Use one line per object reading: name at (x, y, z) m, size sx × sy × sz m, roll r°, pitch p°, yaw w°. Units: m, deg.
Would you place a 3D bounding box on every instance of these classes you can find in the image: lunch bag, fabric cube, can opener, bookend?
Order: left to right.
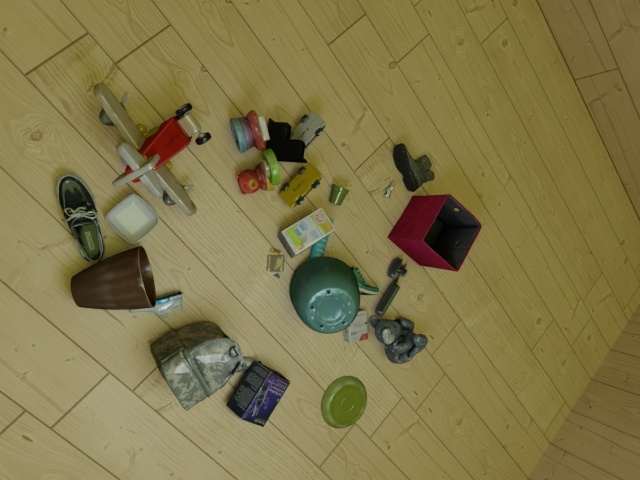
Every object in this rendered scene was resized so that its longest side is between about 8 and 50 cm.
lunch bag at (-0.428, 0.413, 1.623) m, size 0.256 × 0.305 × 0.213 m, roll -33°, pitch 108°, yaw -20°
bookend at (-0.127, -0.391, 1.802) m, size 0.156 × 0.072 × 0.157 m, roll 5°, pitch 90°, yaw 13°
can opener at (0.325, 0.217, 2.133) m, size 0.093 × 0.074 × 0.280 m, roll 26°, pitch 78°, yaw 9°
fabric cube at (0.521, -0.039, 2.100) m, size 0.254 × 0.258 × 0.259 m, roll 37°, pitch 77°, yaw -23°

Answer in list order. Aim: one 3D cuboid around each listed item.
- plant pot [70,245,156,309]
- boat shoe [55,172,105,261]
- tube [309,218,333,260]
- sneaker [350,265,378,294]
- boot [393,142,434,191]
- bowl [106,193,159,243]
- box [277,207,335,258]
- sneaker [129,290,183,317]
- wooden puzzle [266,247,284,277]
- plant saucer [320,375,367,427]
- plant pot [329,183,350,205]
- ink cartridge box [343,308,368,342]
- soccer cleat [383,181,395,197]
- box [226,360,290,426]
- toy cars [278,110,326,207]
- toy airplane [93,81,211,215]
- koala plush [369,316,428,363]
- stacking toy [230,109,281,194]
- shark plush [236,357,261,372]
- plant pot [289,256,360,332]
plant pot at (-0.697, 0.147, 1.541) m, size 0.230 × 0.215 × 0.215 m, roll -12°, pitch 99°, yaw -12°
boat shoe at (-0.792, -0.073, 1.517) m, size 0.113 × 0.105 × 0.306 m, roll -13°, pitch 99°, yaw -26°
tube at (0.000, 0.000, 1.960) m, size 0.080 × 0.052 × 0.207 m, roll 19°, pitch 78°, yaw -31°
sneaker at (0.152, 0.171, 2.018) m, size 0.275 × 0.107 × 0.110 m, roll 27°, pitch 72°, yaw -26°
boot at (0.439, -0.363, 2.148) m, size 0.161 × 0.083 × 0.247 m, roll -36°, pitch 114°, yaw -28°
bowl at (-0.659, -0.076, 1.614) m, size 0.142 × 0.053 × 0.142 m, roll -45°, pitch 110°, yaw -17°
box at (-0.057, -0.031, 1.873) m, size 0.203 × 0.103 × 0.114 m, roll -32°, pitch 88°, yaw -18°
sneaker at (-0.590, 0.246, 1.664) m, size 0.190 × 0.071 × 0.083 m, roll -10°, pitch 104°, yaw -26°
wooden puzzle at (-0.185, 0.094, 1.888) m, size 0.078 × 0.014 × 0.116 m, roll 11°, pitch 88°, yaw -23°
plant saucer at (0.116, 0.734, 2.068) m, size 0.241 × 0.037 × 0.241 m, roll -2°, pitch 95°, yaw -26°
plant pot at (0.075, -0.193, 1.971) m, size 0.083 × 0.083 × 0.079 m, roll 18°, pitch 98°, yaw -27°
ink cartridge box at (0.155, 0.379, 2.053) m, size 0.099 × 0.056 × 0.135 m, roll -6°, pitch 97°, yaw -27°
soccer cleat at (0.315, -0.235, 2.111) m, size 0.035 × 0.029 × 0.083 m, roll 24°, pitch 87°, yaw -30°
box at (-0.244, 0.605, 1.812) m, size 0.207 × 0.108 × 0.153 m, roll -58°, pitch 139°, yaw -12°
toy cars at (-0.069, -0.325, 1.875) m, size 0.176 × 0.087 × 0.394 m, roll 4°, pitch 90°, yaw 9°
toy airplane at (-0.571, -0.285, 1.526) m, size 0.384 × 0.272 × 0.386 m, roll 7°, pitch 75°, yaw -58°
koala plush at (0.326, 0.434, 2.075) m, size 0.221 × 0.196 × 0.203 m, roll 37°, pitch 96°, yaw -28°
stacking toy at (-0.258, -0.313, 1.687) m, size 0.130 × 0.279 × 0.309 m, roll -19°, pitch 103°, yaw -13°
shark plush at (-0.295, 0.505, 1.854) m, size 0.161 × 0.073 × 0.067 m, roll 10°, pitch 109°, yaw -47°
plant pot at (0.028, 0.234, 1.828) m, size 0.293 × 0.235 × 0.293 m, roll -2°, pitch 103°, yaw -7°
